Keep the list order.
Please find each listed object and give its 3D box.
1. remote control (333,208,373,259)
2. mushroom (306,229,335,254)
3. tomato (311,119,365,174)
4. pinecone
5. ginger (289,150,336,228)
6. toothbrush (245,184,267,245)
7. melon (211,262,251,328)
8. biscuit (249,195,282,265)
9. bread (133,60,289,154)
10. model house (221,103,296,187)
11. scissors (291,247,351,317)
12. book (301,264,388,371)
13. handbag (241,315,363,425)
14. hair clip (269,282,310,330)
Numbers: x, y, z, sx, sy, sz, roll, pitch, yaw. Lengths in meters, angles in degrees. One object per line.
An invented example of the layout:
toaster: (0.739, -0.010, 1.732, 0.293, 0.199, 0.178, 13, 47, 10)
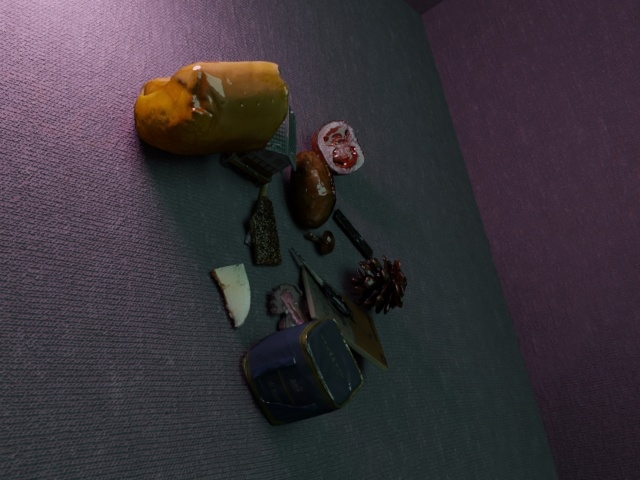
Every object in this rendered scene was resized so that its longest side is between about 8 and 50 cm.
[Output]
remote control: (0.131, -0.021, 2.459, 0.245, 0.025, 0.063, 50, 35, -20)
mushroom: (0.009, 0.002, 2.235, 0.130, 0.073, 0.088, 21, 83, -44)
tomato: (0.056, -0.352, 2.444, 0.181, 0.155, 0.214, -23, 93, -21)
pinecone: (0.210, 0.164, 2.287, 0.201, 0.228, 0.202, 16, 51, 4)
ginger: (-0.028, -0.201, 2.231, 0.165, 0.172, 0.321, 2, 63, -12)
toothbrush: (-0.205, -0.093, 2.046, 0.024, 0.021, 0.288, 53, 34, -37)
melon: (-0.243, 0.158, 1.806, 0.098, 0.054, 0.182, -18, 84, -51)
biscuit: (-0.180, -0.036, 2.008, 0.131, 0.026, 0.236, 10, 67, -61)
bread: (-0.327, -0.361, 1.787, 0.394, 0.361, 0.250, -17, 101, -46)
model house: (-0.186, -0.319, 2.042, 0.198, 0.215, 0.224, 30, 47, -39)
scissors: (0.001, 0.138, 2.106, 0.300, 0.022, 0.109, 51, 13, 2)
book: (0.081, 0.264, 2.134, 0.389, 0.032, 0.269, 40, 21, -33)
handbag: (-0.052, 0.369, 1.758, 0.222, 0.241, 0.263, -28, 92, -58)
hair clip: (-0.050, 0.268, 1.980, 0.300, 0.069, 0.173, 49, 30, -3)
